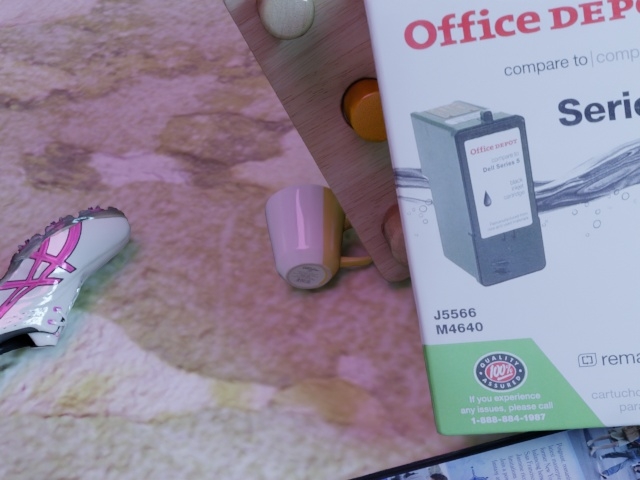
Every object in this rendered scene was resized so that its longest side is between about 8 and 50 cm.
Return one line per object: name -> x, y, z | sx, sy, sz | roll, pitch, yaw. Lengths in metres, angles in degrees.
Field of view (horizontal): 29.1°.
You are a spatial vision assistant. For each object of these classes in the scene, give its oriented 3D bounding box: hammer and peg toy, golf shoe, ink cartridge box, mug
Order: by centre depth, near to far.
ink cartridge box -> 0.150, -0.035, 0.728 | 0.198, 0.273, 0.115 | -6, 16, 18
hammer and peg toy -> 0.147, -0.151, 0.855 | 0.361, 0.266, 0.127 | -28, 18, 4
mug -> -0.003, -0.001, 0.927 | 0.078, 0.062, 0.064 | -16, 52, 18
golf shoe -> -0.221, 0.045, 0.981 | 0.186, 0.067, 0.086 | -36, 77, -18

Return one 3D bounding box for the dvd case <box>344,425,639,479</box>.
dvd case -> 0.115, 0.194, 0.717 | 0.253, 0.022, 0.180 | -17, 44, 8
